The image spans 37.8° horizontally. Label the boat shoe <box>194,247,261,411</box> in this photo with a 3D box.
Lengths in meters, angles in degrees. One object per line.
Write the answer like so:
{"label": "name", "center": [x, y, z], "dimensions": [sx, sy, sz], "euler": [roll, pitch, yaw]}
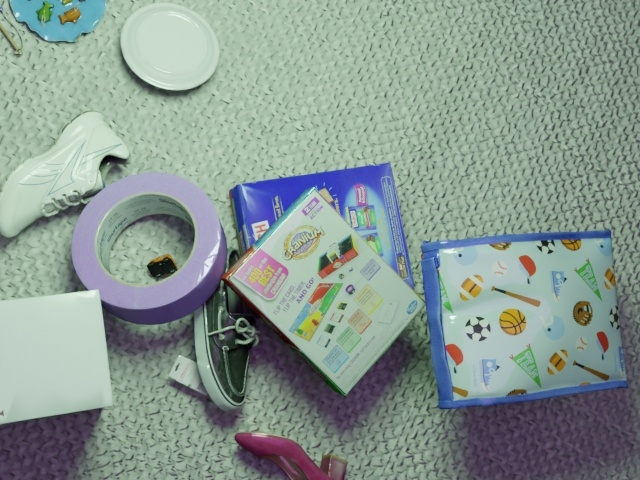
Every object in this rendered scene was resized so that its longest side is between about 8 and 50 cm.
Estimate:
{"label": "boat shoe", "center": [-0.168, 0.166, 1.775], "dimensions": [0.105, 0.113, 0.306], "euler": [-15, 73, 27]}

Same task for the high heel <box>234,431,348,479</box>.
{"label": "high heel", "center": [-0.063, 0.446, 1.784], "dimensions": [0.244, 0.082, 0.117], "euler": [26, 64, -23]}

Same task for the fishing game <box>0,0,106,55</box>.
{"label": "fishing game", "center": [-0.517, -0.479, 1.839], "dimensions": [0.264, 0.041, 0.189], "euler": [-34, 88, -18]}

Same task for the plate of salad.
{"label": "plate of salad", "center": [-0.303, -0.387, 1.880], "dimensions": [0.200, 0.048, 0.199], "euler": [7, 68, -17]}

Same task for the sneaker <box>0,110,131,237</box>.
{"label": "sneaker", "center": [-0.480, -0.111, 1.735], "dimensions": [0.129, 0.111, 0.297], "euler": [40, 73, 10]}

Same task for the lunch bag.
{"label": "lunch bag", "center": [0.370, 0.149, 1.818], "dimensions": [0.386, 0.239, 0.327], "euler": [-4, 83, -29]}

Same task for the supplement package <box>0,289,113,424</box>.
{"label": "supplement package", "center": [-0.475, 0.205, 1.612], "dimensions": [0.198, 0.263, 0.199], "euler": [-7, 83, -17]}

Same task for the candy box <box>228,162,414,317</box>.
{"label": "candy box", "center": [0.000, 0.000, 1.857], "dimensions": [0.317, 0.122, 0.268], "euler": [-9, 86, -18]}

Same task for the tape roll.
{"label": "tape roll", "center": [-0.314, 0.014, 1.730], "dimensions": [0.275, 0.090, 0.274], "euler": [-2, 66, 4]}

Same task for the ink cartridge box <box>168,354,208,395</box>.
{"label": "ink cartridge box", "center": [-0.246, 0.258, 1.791], "dimensions": [0.083, 0.028, 0.048], "euler": [29, 74, -10]}

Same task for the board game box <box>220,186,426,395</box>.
{"label": "board game box", "center": [0.009, 0.095, 1.752], "dimensions": [0.316, 0.064, 0.242], "euler": [46, 76, -10]}

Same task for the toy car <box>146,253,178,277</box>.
{"label": "toy car", "center": [-0.279, 0.070, 1.821], "dimensions": [0.122, 0.060, 0.040], "euler": [46, 27, -21]}
